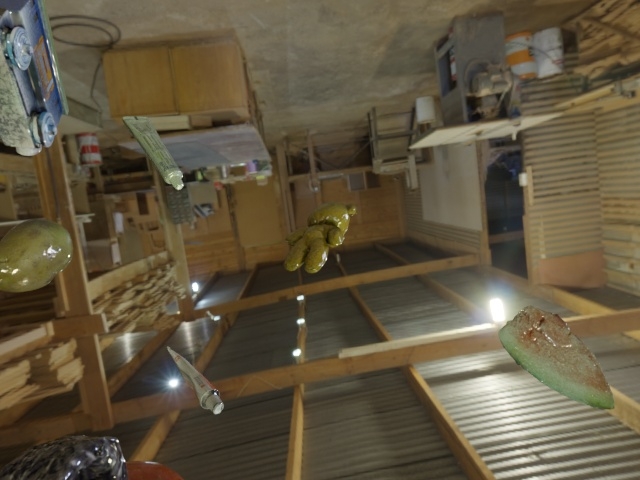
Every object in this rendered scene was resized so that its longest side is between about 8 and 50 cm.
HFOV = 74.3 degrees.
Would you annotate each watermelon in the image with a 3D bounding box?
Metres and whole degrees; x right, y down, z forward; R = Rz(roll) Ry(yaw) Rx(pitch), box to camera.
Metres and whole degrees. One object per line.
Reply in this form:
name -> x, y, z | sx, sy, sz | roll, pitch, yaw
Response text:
watermelon -> 0.364, 0.183, 0.651 | 0.094, 0.180, 0.081 | -42, 169, 16

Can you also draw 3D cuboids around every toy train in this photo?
toy train -> -0.572, -0.319, 0.798 | 0.131, 0.202, 0.300 | 3, 137, -16

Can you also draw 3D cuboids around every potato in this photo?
potato -> -0.830, 0.049, 1.201 | 0.159, 0.174, 0.251 | -27, -156, 31

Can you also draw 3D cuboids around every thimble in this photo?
thimble -> -0.195, 0.206, 0.317 | 0.066, 0.104, 0.095 | -4, 163, 8

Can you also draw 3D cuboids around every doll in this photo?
doll -> 0.000, 0.000, 0.901 | 0.137, 0.097, 0.209 | -4, -141, 37

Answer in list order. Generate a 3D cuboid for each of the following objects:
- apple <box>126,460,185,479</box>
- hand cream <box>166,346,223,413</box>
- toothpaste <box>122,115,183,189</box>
apple -> -0.412, 0.660, 0.898 | 0.348, 0.348, 0.277 | -11, 156, -26
hand cream -> -0.246, 0.273, 0.821 | 0.038, 0.052, 0.216 | 2, -167, -40
toothpaste -> -0.283, -0.155, 0.727 | 0.048, 0.197, 0.029 | -16, 146, -39
